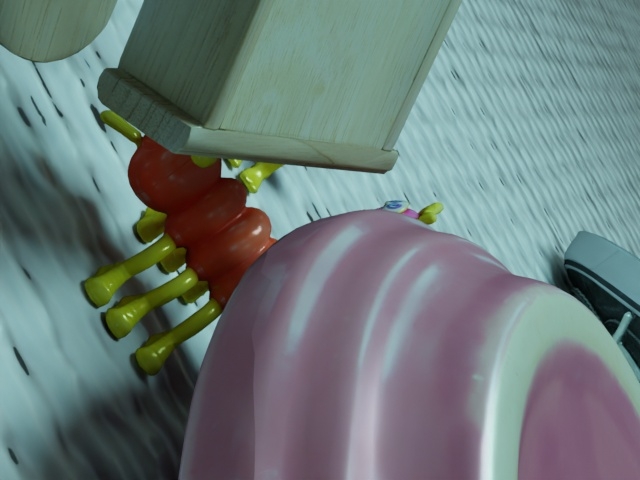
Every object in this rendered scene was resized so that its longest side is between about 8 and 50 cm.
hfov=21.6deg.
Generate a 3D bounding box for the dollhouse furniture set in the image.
[{"bbox_3d":[-0.107,-0.183,0.625,0.355,0.173,0.303,34,18,33],"label":"dollhouse furniture set"}]

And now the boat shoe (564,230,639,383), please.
[{"bbox_3d":[0.238,0.092,1.140,0.113,0.105,0.306,31,8,-35],"label":"boat shoe"}]

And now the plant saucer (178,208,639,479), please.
[{"bbox_3d":[0.069,0.145,0.570,0.332,0.084,0.332,45,37,-48],"label":"plant saucer"}]

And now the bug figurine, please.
[{"bbox_3d":[0.000,0.000,0.725,0.216,0.072,0.279,56,20,-14],"label":"bug figurine"}]
